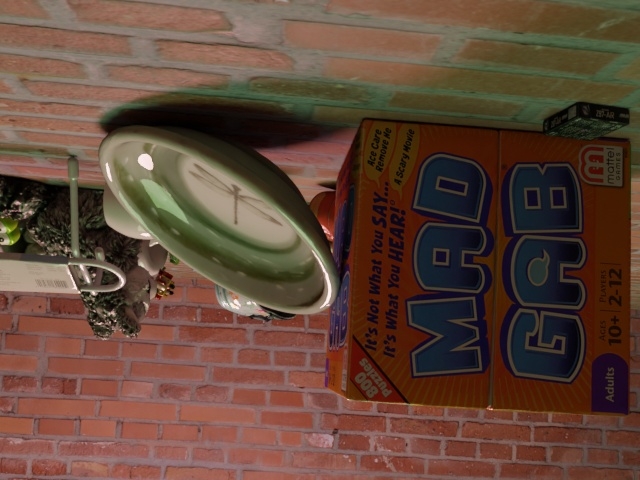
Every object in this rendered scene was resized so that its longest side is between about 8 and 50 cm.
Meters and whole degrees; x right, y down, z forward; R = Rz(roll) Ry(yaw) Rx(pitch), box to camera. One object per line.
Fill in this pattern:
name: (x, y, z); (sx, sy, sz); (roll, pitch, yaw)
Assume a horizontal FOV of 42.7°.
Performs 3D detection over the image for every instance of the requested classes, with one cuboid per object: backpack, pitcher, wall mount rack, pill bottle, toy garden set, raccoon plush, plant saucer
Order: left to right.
wall mount rack: (-0.518, -0.013, 1.445); (0.350, 0.130, 0.304); (3, 147, -1)
raccoon plush: (-0.540, 0.049, 1.687); (0.446, 0.299, 0.216); (8, 172, -25)
pill bottle: (-0.503, 0.006, 1.928); (0.264, 0.146, 0.146); (2, 172, 15)
pitcher: (-0.255, -0.038, 1.390); (0.207, 0.178, 0.125); (2, -165, 0)
toy garden set: (-0.329, 0.045, 1.910); (0.049, 0.204, 0.244); (29, 170, -5)
plant saucer: (-0.130, -0.047, 1.195); (0.400, 0.100, 0.400); (26, 154, 14)
backpack: (-0.173, 0.097, 2.169); (0.191, 0.225, 0.253); (-5, 166, 22)

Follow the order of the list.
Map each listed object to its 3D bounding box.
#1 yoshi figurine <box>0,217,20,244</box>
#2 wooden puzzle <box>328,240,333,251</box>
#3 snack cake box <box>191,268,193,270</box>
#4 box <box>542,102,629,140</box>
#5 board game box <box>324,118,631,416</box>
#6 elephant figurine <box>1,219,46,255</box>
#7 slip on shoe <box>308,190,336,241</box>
yoshi figurine: (-0.873, -0.009, 1.839); (0.362, 0.203, 0.203); (0, 166, 1)
wooden puzzle: (0.000, 0.000, 1.788); (0.221, 0.044, 0.238); (21, -179, -11)
snack cake box: (-0.169, -0.020, 1.563); (0.089, 0.152, 0.264); (7, 171, -22)
box: (0.313, -0.139, 0.968); (0.067, 0.018, 0.083); (5, 172, -12)
board game box: (0.204, 0.056, 1.193); (0.356, 0.357, 0.356); (4, 172, -4)
elephant figurine: (-0.701, 0.006, 2.054); (0.186, 0.169, 0.239); (31, -169, 4)
slip on shoe: (0.076, -0.027, 1.585); (0.101, 0.123, 0.331); (16, 175, 27)
